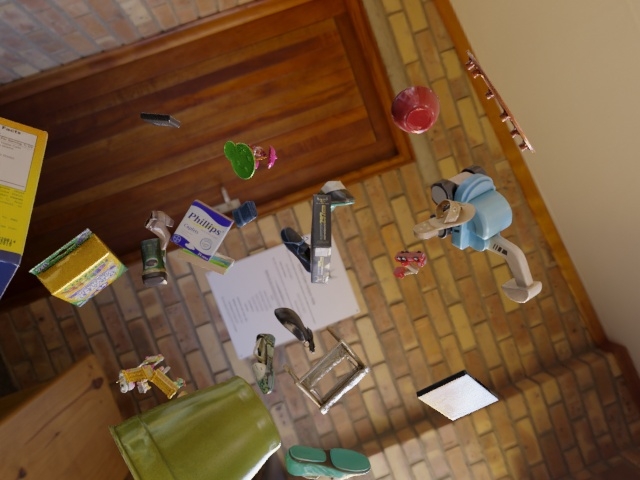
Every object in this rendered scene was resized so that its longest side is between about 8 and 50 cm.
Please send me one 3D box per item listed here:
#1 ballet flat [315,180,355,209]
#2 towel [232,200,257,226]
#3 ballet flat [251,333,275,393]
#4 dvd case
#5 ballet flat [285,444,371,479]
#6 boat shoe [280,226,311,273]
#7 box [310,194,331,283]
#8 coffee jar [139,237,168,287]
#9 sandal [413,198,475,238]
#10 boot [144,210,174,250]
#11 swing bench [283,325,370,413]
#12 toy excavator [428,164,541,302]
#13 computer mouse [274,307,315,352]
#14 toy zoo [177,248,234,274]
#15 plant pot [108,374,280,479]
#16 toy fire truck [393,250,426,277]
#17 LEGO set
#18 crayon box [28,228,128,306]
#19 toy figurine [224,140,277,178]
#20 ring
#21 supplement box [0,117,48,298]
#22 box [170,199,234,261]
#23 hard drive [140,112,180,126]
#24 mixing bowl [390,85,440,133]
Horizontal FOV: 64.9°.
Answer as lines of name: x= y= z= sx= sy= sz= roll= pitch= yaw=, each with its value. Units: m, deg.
ballet flat: x=0.035 y=-0.154 z=1.753 sx=0.280 sy=0.096 sz=0.096 roll=167 pitch=-84 yaw=-67
towel: x=-0.266 y=-0.091 z=1.756 sx=0.120 sy=0.029 sz=0.067 roll=-25 pitch=-98 yaw=46
ballet flat: x=-0.172 y=0.356 z=1.475 sx=0.070 sy=0.070 sz=0.188 roll=74 pitch=9 yaw=-46
dvd case: x=0.452 y=0.510 z=1.650 sx=0.253 sy=0.180 sz=0.022 roll=40 pitch=26 yaw=-37
ballet flat: x=0.016 y=0.638 z=1.429 sx=0.083 sy=0.248 sz=0.087 roll=-101 pitch=-154 yaw=-63
boat shoe: x=-0.077 y=0.035 z=2.342 sx=0.258 sy=0.109 sz=0.089 roll=48 pitch=-33 yaw=-14
box: x=0.000 y=0.000 z=1.528 sx=0.232 sy=0.059 sz=0.183 roll=95 pitch=-4 yaw=-59
coffee jar: x=-0.643 y=0.089 z=1.945 sx=0.079 sy=0.096 sz=0.184 roll=90 pitch=-12 yaw=-62
sandal: x=0.391 y=-0.088 z=1.570 sx=0.088 sy=0.240 sz=0.079 roll=41 pitch=-29 yaw=49
boot: x=-0.521 y=-0.035 z=1.609 sx=0.087 sy=0.042 sz=0.118 roll=22 pitch=79 yaw=-45
swing bench: x=0.040 y=0.528 z=2.003 sx=0.254 sy=0.253 sz=0.165 roll=51 pitch=-9 yaw=-20
toy excavator: x=0.650 y=-0.022 z=1.938 sx=0.445 sy=0.223 sz=0.432 roll=38 pitch=-36 yaw=46
computer mouse: x=-0.109 y=0.402 z=2.403 sx=0.272 sy=0.072 sz=0.188 roll=46 pitch=8 yaw=-23
toy zoo: x=-0.454 y=0.070 z=2.042 sx=0.293 sy=0.193 sz=0.030 roll=-115 pitch=-133 yaw=-83
plant pot: x=-0.310 y=0.557 z=1.352 sx=0.366 sy=0.353 sz=0.366 roll=42 pitch=-33 yaw=34
toy fire truck: x=0.401 y=0.109 z=2.267 sx=0.192 sy=0.047 sz=0.135 roll=-2 pitch=-49 yaw=43
LEGO set: x=-0.524 y=0.448 z=1.648 sx=0.107 sy=0.287 sz=0.132 roll=-41 pitch=135 yaw=-63
crayon box: x=-0.751 y=0.096 z=1.599 sx=0.083 sy=0.203 sz=0.323 roll=47 pitch=-16 yaw=6
toy figurine: x=-0.244 y=-0.316 z=1.871 sx=0.173 sy=0.159 sz=0.130 roll=39 pitch=-53 yaw=26
ring: x=0.485 y=-0.373 z=1.377 sx=0.337 sy=0.032 sz=0.336 roll=42 pitch=28 yaw=-29
supplement box: x=-0.732 y=-0.079 z=1.065 sx=0.194 sy=0.195 sz=0.356 roll=18 pitch=50 yaw=-36
box: x=-0.340 y=-0.030 z=1.456 sx=0.126 sy=0.137 sz=0.072 roll=31 pitch=2 yaw=-6
hard drive: x=-0.527 y=-0.397 z=1.666 sx=0.135 sy=0.094 sz=0.022 roll=-111 pitch=-155 yaw=-85
mixing bowl: x=0.351 y=-0.457 z=1.828 sx=0.098 sy=0.182 sz=0.181 roll=-89 pitch=165 yaw=-52
